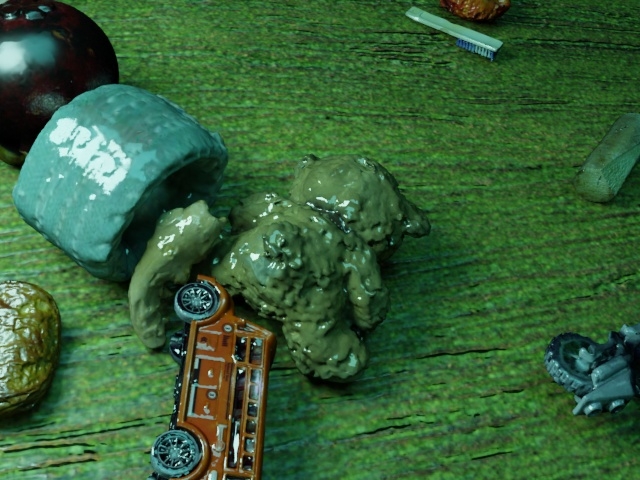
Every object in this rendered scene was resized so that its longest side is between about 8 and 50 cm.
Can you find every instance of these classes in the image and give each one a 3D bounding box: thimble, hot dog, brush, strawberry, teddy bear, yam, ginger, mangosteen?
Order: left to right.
[{"bbox_3d":[-0.322,0.114,0.890,0.099,0.065,0.147,5,62,-11],"label":"hot dog"},{"bbox_3d":[-0.345,-0.195,1.052,0.209,0.210,0.210,7,50,-9],"label":"mangosteen"},{"bbox_3d":[-0.216,-0.072,0.981,0.143,0.198,0.235,35,58,13],"label":"thimble"},{"bbox_3d":[-0.168,0.033,0.943,0.069,0.173,0.051,25,13,-23],"label":"ginger"},{"bbox_3d":[0.000,0.000,1.010,0.267,0.156,0.256,34,50,15],"label":"teddy bear"},{"bbox_3d":[0.221,-0.346,1.434,0.178,0.030,0.033,29,57,23],"label":"brush"},{"bbox_3d":[0.262,-0.438,1.493,0.121,0.082,0.188,28,37,-17],"label":"strawberry"},{"bbox_3d":[0.438,-0.125,1.279,0.068,0.068,0.169,34,51,14],"label":"yam"}]

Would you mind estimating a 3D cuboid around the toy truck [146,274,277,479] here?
[{"bbox_3d":[-0.108,0.163,0.877,0.114,0.107,0.253,9,51,-8],"label":"toy truck"}]

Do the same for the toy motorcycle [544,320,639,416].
[{"bbox_3d":[0.399,0.164,1.010,0.270,0.106,0.159,-4,47,-23],"label":"toy motorcycle"}]

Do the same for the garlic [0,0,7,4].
[{"bbox_3d":[-0.496,-0.361,1.217,0.194,0.127,0.131,-32,42,-4],"label":"garlic"}]
